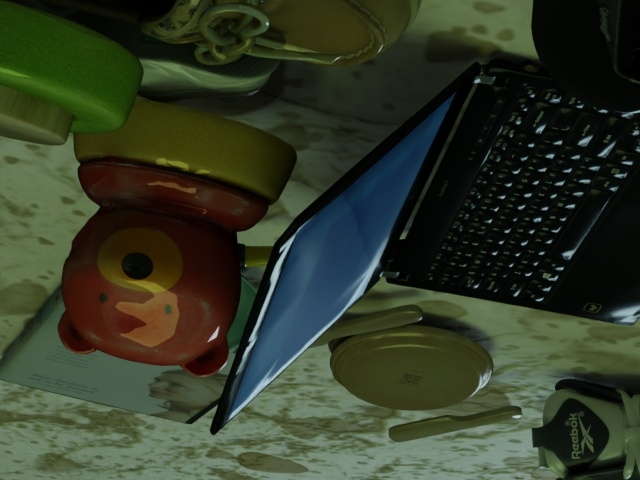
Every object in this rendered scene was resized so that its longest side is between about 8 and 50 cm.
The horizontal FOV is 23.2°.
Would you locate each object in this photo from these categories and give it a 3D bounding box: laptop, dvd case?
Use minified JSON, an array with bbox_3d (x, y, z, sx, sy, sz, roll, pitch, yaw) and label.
[{"bbox_3d":[0.092,0.023,0.865,0.264,0.136,0.234,10,149,-7],"label":"laptop"},{"bbox_3d":[-0.145,0.091,1.253,0.180,0.022,0.253,16,154,-19],"label":"dvd case"}]

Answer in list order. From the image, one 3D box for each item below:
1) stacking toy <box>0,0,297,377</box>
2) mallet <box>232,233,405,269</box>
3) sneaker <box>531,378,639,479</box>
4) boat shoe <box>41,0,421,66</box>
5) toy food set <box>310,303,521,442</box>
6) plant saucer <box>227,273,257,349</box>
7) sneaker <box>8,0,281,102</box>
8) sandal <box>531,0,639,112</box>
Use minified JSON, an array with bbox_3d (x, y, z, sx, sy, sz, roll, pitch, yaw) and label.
[{"bbox_3d":[-0.192,-0.026,0.775,0.309,0.130,0.279,9,172,17],"label":"stacking toy"},{"bbox_3d":[0.000,0.000,1.007,0.189,0.062,0.039,-8,157,-1],"label":"mallet"},{"bbox_3d":[0.244,0.149,1.179,0.153,0.094,0.235,5,167,-16],"label":"sneaker"},{"bbox_3d":[-0.088,-0.125,0.678,0.285,0.089,0.104,17,154,-21],"label":"boat shoe"},{"bbox_3d":[0.065,0.089,1.183,0.132,0.038,0.192,-14,143,26],"label":"toy food set"},{"bbox_3d":[-0.100,0.041,1.104,0.119,0.021,0.119,0,141,0],"label":"plant saucer"},{"bbox_3d":[-0.098,-0.095,0.795,0.152,0.054,0.061,11,158,-9],"label":"sneaker"},{"bbox_3d":[0.155,-0.118,0.665,0.097,0.054,0.254,10,156,-6],"label":"sandal"}]
